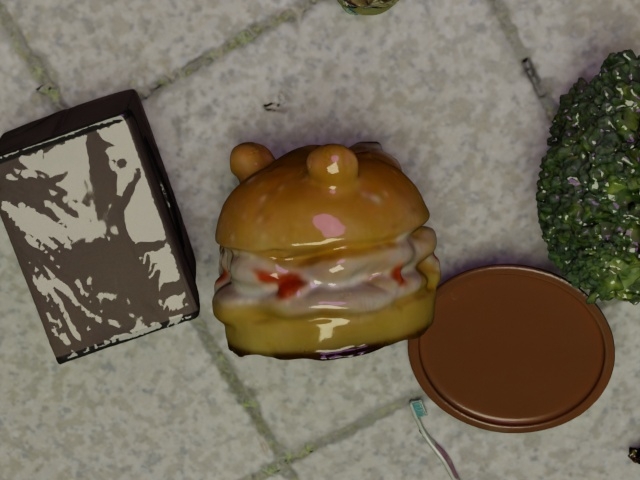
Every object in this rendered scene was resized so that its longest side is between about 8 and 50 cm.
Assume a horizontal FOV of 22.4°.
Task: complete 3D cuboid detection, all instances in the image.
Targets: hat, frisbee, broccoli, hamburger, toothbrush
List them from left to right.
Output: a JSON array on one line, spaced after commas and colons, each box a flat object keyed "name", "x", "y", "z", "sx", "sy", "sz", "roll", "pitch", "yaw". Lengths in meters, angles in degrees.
[{"name": "hamburger", "x": 0.000, "y": 0.000, "z": 1.819, "sx": 0.276, "sy": 0.276, "sz": 0.237, "roll": -8, "pitch": 99, "yaw": 3}, {"name": "hat", "x": 0.050, "y": -0.288, "z": 1.810, "sx": 0.077, "sy": 0.059, "sz": 0.076, "roll": 4, "pitch": 77, "yaw": -11}, {"name": "toothbrush", "x": 0.158, "y": 0.286, "z": 2.048, "sx": 0.022, "sy": 0.017, "sz": 0.204, "roll": -17, "pitch": 110, "yaw": 27}, {"name": "frisbee", "x": 0.230, "y": 0.132, "z": 1.958, "sx": 0.250, "sy": 0.021, "sz": 0.251, "roll": 5, "pitch": 124, "yaw": 8}, {"name": "broccoli", "x": 0.365, "y": -0.072, "z": 1.813, "sx": 0.245, "sy": 0.288, "sz": 0.248, "roll": -4, "pitch": 69, "yaw": -21}]

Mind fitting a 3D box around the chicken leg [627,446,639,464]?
[{"name": "chicken leg", "x": 0.466, "y": 0.182, "z": 1.992, "sx": 0.106, "sy": 0.051, "sz": 0.253, "roll": 40, "pitch": 109, "yaw": -19}]

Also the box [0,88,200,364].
[{"name": "box", "x": -0.259, "y": -0.022, "z": 1.862, "sx": 0.188, "sy": 0.153, "sz": 0.252, "roll": -19, "pitch": 109, "yaw": 5}]
